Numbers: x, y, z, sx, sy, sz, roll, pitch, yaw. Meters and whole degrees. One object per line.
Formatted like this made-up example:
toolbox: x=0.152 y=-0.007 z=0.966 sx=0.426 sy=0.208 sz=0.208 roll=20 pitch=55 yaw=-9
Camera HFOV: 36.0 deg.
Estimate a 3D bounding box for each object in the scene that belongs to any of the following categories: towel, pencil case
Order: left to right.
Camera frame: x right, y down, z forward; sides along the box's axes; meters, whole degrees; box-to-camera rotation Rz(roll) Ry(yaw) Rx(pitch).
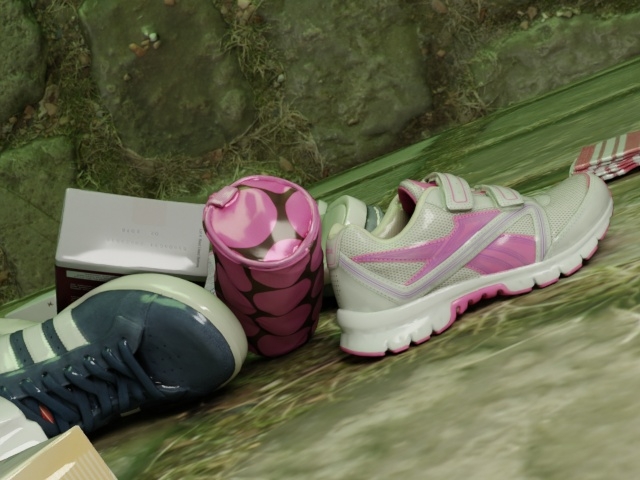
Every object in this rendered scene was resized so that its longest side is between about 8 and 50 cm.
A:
pencil case: x=-0.049 y=0.024 z=0.804 sx=0.095 sy=0.098 sz=0.209 roll=-43 pitch=-17 yaw=-21
towel: x=0.370 y=-0.105 z=1.064 sx=0.197 sy=0.029 sz=0.144 roll=-17 pitch=9 yaw=23

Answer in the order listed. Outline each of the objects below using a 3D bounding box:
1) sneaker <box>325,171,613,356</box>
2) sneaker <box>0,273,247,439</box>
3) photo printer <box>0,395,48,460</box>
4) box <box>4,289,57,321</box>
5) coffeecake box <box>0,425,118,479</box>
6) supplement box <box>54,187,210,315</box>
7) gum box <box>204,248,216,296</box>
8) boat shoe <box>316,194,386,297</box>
sneaker: x=0.114 y=-0.007 z=0.769 sx=0.252 sy=0.111 sz=0.103 roll=-24 pitch=7 yaw=-15
sneaker: x=-0.222 y=0.131 z=0.827 sx=0.350 sy=0.131 sz=0.148 roll=-16 pitch=26 yaw=31
photo printer: x=-0.325 y=0.201 z=0.603 sx=0.308 sy=0.107 sz=0.256 roll=-26 pitch=8 yaw=-26
box: x=-0.336 y=0.115 z=1.301 sx=0.102 sy=0.101 sz=0.087 roll=-21 pitch=7 yaw=27
coffeecake box: x=-0.171 y=0.159 z=0.423 sx=0.142 sy=0.068 sz=0.185 roll=-37 pitch=5 yaw=-37
supplement box: x=-0.180 y=0.041 z=0.932 sx=0.130 sy=0.073 sz=0.239 roll=7 pitch=-26 yaw=-11
gum box: x=-0.211 y=0.071 z=1.397 sx=0.188 sy=0.062 sz=0.107 roll=-27 pitch=8 yaw=-28
boat shoe: x=0.030 y=0.020 z=1.029 sx=0.099 sy=0.116 sz=0.319 roll=20 pitch=-7 yaw=-8
